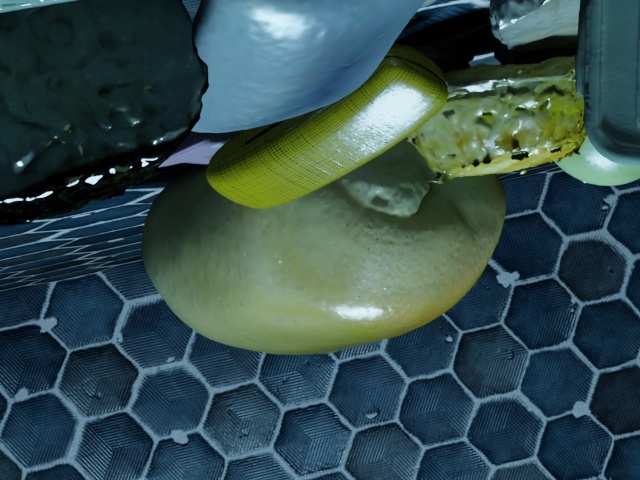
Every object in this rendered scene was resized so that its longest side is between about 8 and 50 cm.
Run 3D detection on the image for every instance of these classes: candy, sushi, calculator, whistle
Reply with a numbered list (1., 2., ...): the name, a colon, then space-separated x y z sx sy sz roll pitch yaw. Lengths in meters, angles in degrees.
1. candy: -0.009 -0.119 0.664 0.138 0.071 0.174 -20 168 -22
2. sushi: -0.171 -0.066 0.603 0.225 0.124 0.127 -13 176 -24
3. calculator: -0.002 -0.124 1.115 0.294 0.043 0.194 -18 175 21
4. whistle: 0.263 -0.145 1.233 0.141 0.141 0.294 -13 -155 -4

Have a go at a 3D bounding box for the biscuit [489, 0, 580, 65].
1. biscuit: 0.202 -0.175 0.965 0.141 0.038 0.290 -13 177 8

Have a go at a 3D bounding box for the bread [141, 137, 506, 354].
1. bread: 0.000 0.000 1.405 0.348 0.253 0.376 -6 172 -35

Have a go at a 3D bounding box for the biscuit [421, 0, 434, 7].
1. biscuit: 0.012 -0.147 0.805 0.138 0.031 0.205 -12 175 -15

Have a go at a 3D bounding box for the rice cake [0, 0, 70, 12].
1. rice cake: -0.132 -0.115 0.482 0.336 0.063 0.066 -14 -175 -9

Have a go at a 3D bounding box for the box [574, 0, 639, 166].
1. box: 0.301 -0.128 0.787 0.243 0.163 0.135 10 -158 36

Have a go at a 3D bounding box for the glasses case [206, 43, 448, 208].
1. glasses case: 0.002 -0.088 0.997 0.079 0.064 0.234 23 145 -37

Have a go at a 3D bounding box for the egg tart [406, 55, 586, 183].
1. egg tart: 0.156 -0.103 1.048 0.212 0.090 0.212 -12 177 -1
